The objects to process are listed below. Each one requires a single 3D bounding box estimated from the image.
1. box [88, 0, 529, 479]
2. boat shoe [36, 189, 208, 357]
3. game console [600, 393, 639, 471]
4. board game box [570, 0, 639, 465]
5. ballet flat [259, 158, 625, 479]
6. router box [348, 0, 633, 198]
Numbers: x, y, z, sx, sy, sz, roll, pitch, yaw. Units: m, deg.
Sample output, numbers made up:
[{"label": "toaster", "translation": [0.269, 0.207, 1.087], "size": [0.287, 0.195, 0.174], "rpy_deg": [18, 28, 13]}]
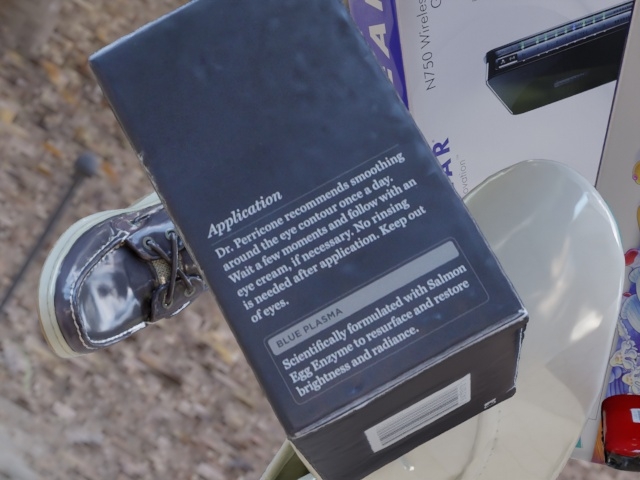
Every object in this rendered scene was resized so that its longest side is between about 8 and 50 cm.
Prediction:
[{"label": "box", "translation": [0.000, 0.000, 0.578], "size": [0.158, 0.093, 0.156], "rpy_deg": [61, -3, 17]}, {"label": "boat shoe", "translation": [-0.138, 0.015, 1.288], "size": [0.092, 0.102, 0.285], "rpy_deg": [-6, 15, 26]}, {"label": "game console", "translation": [0.195, 0.126, 0.715], "size": [0.124, 0.085, 0.144], "rpy_deg": [1, 3, 10]}, {"label": "board game box", "translation": [0.276, -0.021, 0.875], "size": [0.233, 0.347, 0.078], "rpy_deg": [11, 19, 9]}, {"label": "ballet flat", "translation": [0.021, 0.128, 0.793], "size": [0.139, 0.400, 0.139], "rpy_deg": [19, 37, -15]}, {"label": "router box", "translation": [0.178, -0.157, 1.198], "size": [0.301, 0.335, 0.082], "rpy_deg": [-22, 31, -20]}]
